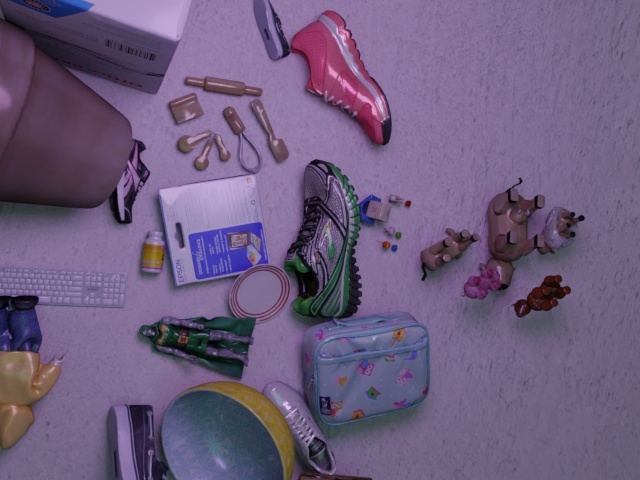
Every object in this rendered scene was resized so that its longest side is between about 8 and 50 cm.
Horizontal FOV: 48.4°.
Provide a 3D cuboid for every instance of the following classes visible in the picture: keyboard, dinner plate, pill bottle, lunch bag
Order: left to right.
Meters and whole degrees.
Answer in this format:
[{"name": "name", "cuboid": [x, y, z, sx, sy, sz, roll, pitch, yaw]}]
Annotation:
[{"name": "keyboard", "cuboid": [-0.517, 0.092, 1.411, 0.256, 0.014, 0.072, 4, 89, -17]}, {"name": "pill bottle", "cuboid": [-0.340, 0.024, 1.450, 0.044, 0.043, 0.083, 6, 89, -18]}, {"name": "dinner plate", "cuboid": [-0.129, 0.111, 1.513, 0.141, 0.017, 0.141, -12, 119, -22]}, {"name": "lunch bag", "cuboid": [0.096, 0.267, 1.530, 0.279, 0.108, 0.223, -8, 111, -18]}]

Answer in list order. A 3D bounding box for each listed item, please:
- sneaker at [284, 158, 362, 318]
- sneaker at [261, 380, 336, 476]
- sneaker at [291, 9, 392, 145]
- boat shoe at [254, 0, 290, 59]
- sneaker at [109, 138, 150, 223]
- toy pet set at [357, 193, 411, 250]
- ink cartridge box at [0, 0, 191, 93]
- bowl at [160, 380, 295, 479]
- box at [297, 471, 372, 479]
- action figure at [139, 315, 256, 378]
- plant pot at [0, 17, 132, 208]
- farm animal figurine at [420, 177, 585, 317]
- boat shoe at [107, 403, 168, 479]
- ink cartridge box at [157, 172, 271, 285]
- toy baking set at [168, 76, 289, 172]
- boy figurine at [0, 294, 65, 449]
[{"name": "sneaker", "cuboid": [0.000, 0.000, 1.499, 0.147, 0.134, 0.343, -5, 92, -29]}, {"name": "sneaker", "cuboid": [-0.040, 0.401, 1.525, 0.090, 0.095, 0.235, -37, 100, -12]}, {"name": "sneaker", "cuboid": [0.042, -0.332, 1.549, 0.136, 0.116, 0.313, -29, 92, -5]}, {"name": "boat shoe", "cuboid": [-0.103, -0.458, 1.523, 0.040, 0.049, 0.142, -22, 99, -35]}, {"name": "sneaker", "cuboid": [-0.378, -0.121, 1.426, 0.077, 0.072, 0.178, -2, 97, -28]}, {"name": "toy pet set", "cuboid": [0.135, -0.051, 1.605, 0.114, 0.065, 0.122, 20, 87, -52]}, {"name": "ink cartridge box", "cuboid": [-0.389, -0.413, 1.249, 0.286, 0.395, 0.166, 16, 83, -17]}, {"name": "bowl", "cuboid": [-0.159, 0.398, 1.436, 0.156, 0.290, 0.289, -28, 102, -59]}, {"name": "box", "cuboid": [0.007, 0.579, 1.528, 0.165, 0.021, 0.201, 10, 117, -17]}, {"name": "action figure", "cuboid": [-0.258, 0.207, 1.473, 0.232, 0.063, 0.137, 12, 91, -14]}, {"name": "plant pot", "cuboid": [-0.509, -0.188, 1.275, 0.280, 0.323, 0.323, 23, 83, -40]}, {"name": "farm animal figurine", "cuboid": [0.405, 0.019, 1.634, 0.331, 0.172, 0.326, 27, 70, -8]}, {"name": "boat shoe", "cuboid": [-0.343, 0.458, 1.372, 0.102, 0.108, 0.301, 3, 50, -28]}, {"name": "ink cartridge box", "cuboid": [-0.221, -0.025, 1.486, 0.209, 0.045, 0.206, -10, 95, -19]}, {"name": "toy baking set", "cuboid": [-0.192, -0.244, 1.505, 0.257, 0.030, 0.196, 1, 93, -17]}, {"name": "boy figurine", "cuboid": [-0.575, 0.248, 1.349, 0.178, 0.092, 0.284, -2, 94, -15]}]
